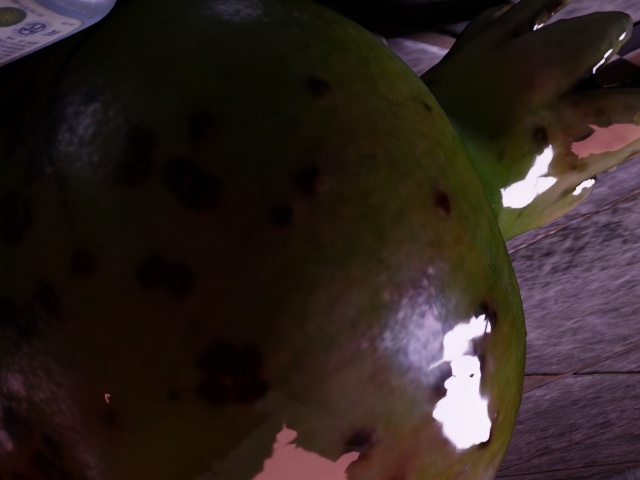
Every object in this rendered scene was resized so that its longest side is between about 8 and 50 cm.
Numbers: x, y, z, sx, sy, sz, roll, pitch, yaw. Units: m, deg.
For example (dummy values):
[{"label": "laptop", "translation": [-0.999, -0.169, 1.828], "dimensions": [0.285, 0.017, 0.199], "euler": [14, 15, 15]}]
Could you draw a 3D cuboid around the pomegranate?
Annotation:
[{"label": "pomegranate", "translation": [-0.010, -0.010, 0.600], "dimensions": [0.306, 0.242, 0.242], "euler": [-55, 167, -11]}]

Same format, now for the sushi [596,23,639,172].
[{"label": "sushi", "translation": [0.214, -0.072, 0.814], "dimensions": [0.215, 0.050, 0.192], "euler": [-22, 162, 23]}]

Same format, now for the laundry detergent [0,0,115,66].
[{"label": "laundry detergent", "translation": [-0.169, -0.064, 0.482], "dimensions": [0.206, 0.061, 0.097], "euler": [-21, 165, 20]}]
